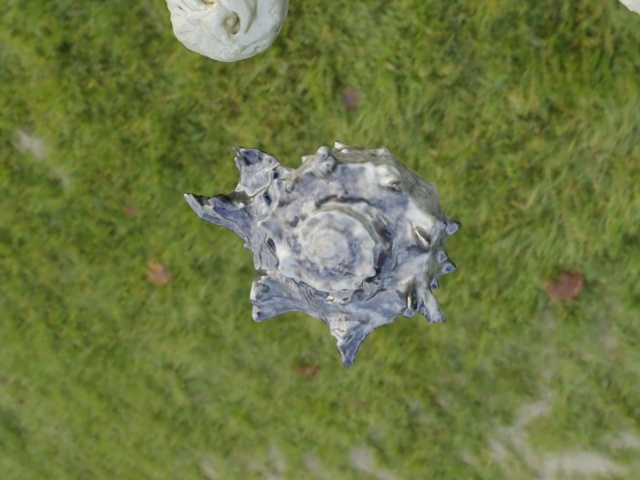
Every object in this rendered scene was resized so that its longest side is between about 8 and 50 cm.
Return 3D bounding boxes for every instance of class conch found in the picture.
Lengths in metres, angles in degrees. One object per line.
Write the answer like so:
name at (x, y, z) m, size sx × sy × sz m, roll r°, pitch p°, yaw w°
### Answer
conch at (0.004, -0.012, 1.318) m, size 0.313 × 0.186 × 0.241 m, roll 28°, pitch 146°, yaw 36°

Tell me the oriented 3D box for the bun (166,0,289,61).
bun at (-0.160, -0.395, 2.024) m, size 0.231 × 0.133 × 0.231 m, roll 6°, pitch 103°, yaw 26°

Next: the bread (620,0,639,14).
bread at (0.461, -0.363, 1.617) m, size 0.134 × 0.148 × 0.141 m, roll 34°, pitch 129°, yaw -5°
